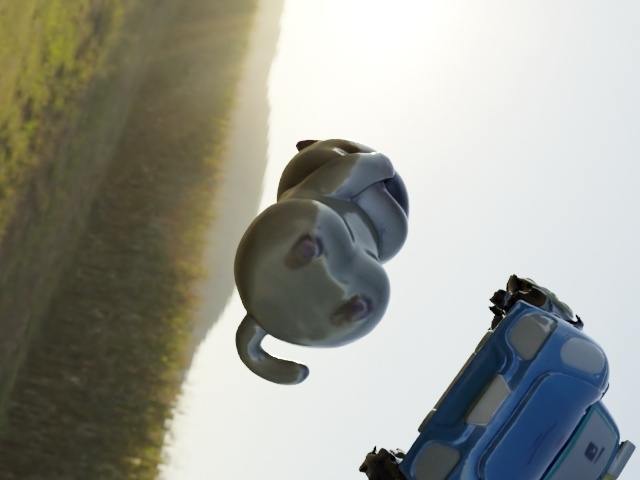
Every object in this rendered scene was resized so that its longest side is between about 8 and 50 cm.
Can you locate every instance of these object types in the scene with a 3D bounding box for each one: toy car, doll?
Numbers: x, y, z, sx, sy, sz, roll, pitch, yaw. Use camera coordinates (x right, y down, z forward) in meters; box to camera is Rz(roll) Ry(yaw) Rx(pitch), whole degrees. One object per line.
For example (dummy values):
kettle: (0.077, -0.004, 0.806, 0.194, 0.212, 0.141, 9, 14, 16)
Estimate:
toy car: (0.153, 0.153, 0.928, 0.198, 0.166, 0.314, -54, 167, -5)
doll: (0.010, -0.003, 1.642, 0.226, 0.215, 0.370, -40, -164, 44)
